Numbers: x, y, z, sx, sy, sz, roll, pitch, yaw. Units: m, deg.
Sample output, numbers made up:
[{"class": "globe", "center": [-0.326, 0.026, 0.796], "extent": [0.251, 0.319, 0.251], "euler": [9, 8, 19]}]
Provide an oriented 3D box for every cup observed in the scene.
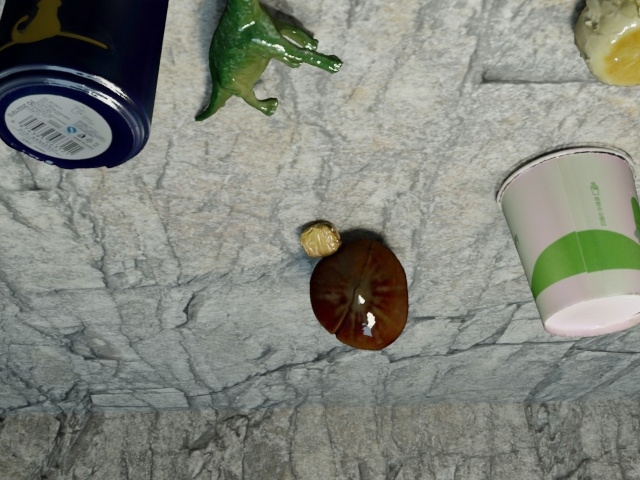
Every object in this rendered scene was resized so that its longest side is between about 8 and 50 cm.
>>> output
[{"class": "cup", "center": [0.456, 0.013, 1.128], "extent": [0.253, 0.274, 0.253], "euler": [-1, 150, -1]}, {"class": "cup", "center": [-0.294, -0.210, 0.718], "extent": [0.254, 0.256, 0.178], "euler": [-15, 148, 24]}]

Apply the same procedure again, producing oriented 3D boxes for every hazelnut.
[{"class": "hazelnut", "center": [0.086, 0.115, 1.318], "extent": [0.229, 0.230, 0.229], "euler": [-1, 150, -1]}]

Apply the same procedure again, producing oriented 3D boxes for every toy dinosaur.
[{"class": "toy dinosaur", "center": [-0.132, -0.257, 0.781], "extent": [0.300, 0.087, 0.447], "euler": [12, 155, -39]}]

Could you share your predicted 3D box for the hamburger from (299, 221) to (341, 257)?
[{"class": "hamburger", "center": [0.000, 0.000, 1.302], "extent": [0.083, 0.044, 0.076], "euler": [-18, 111, 25]}]

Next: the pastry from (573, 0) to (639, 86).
[{"class": "pastry", "center": [0.409, -0.267, 0.822], "extent": [0.165, 0.088, 0.166], "euler": [-2, 150, -1]}]
